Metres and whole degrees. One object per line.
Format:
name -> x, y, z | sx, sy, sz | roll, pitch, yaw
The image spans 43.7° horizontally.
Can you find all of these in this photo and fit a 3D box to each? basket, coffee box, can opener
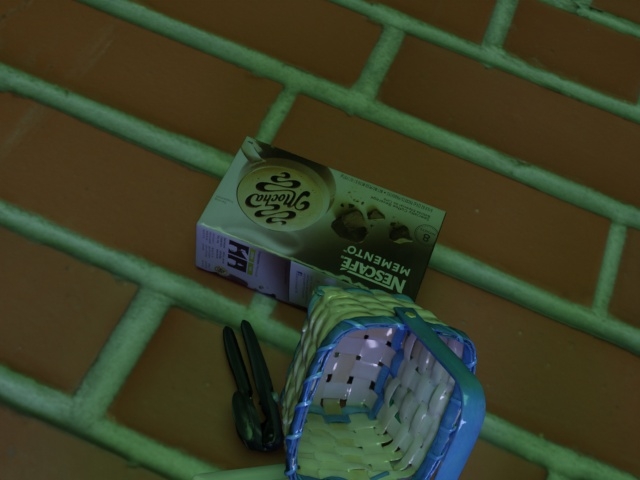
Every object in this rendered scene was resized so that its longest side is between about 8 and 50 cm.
basket -> 0.071, 0.187, 0.865 | 0.201, 0.254, 0.289 | 10, 24, -18
coffee box -> 0.000, 0.000, 1.086 | 0.297, 0.118, 0.168 | 22, 57, 5
can opener -> -0.085, 0.180, 1.002 | 0.059, 0.073, 0.186 | -10, 51, -5

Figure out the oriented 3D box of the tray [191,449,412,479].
tray -> -0.011, 0.328, 0.938 | 0.271, 0.030, 0.145 | -4, 59, -11
